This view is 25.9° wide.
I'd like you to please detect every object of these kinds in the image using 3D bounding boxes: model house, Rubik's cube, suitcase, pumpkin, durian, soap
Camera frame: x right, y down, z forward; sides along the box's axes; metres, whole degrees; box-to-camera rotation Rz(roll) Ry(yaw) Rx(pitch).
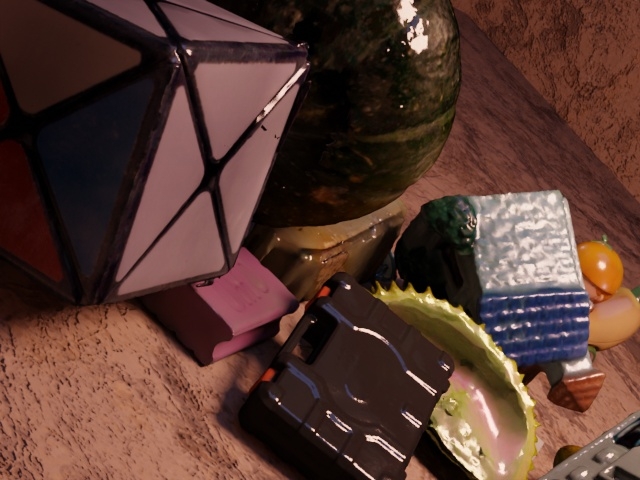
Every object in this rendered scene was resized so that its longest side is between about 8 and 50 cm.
[{"bbox_3d":[0.271,0.124,2.069,0.251,0.295,0.329,-9,70,-20],"label":"model house"},{"bbox_3d":[-0.237,-0.129,1.527,0.307,0.305,0.310,29,19,22],"label":"Rubik's cube"},{"bbox_3d":[0.039,0.179,1.671,0.206,0.066,0.285,39,38,-2],"label":"suitcase"},{"bbox_3d":[-0.040,-0.223,1.788,0.454,0.454,0.344,41,35,3],"label":"pumpkin"},{"bbox_3d":[0.158,0.191,1.845,0.352,0.158,0.169,44,26,1],"label":"durian"},{"bbox_3d":[-0.119,0.077,1.718,0.122,0.065,0.203,44,21,11],"label":"soap"}]

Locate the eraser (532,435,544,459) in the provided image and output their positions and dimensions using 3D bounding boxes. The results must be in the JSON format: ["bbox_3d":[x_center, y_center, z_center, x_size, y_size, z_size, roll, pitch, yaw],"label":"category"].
[{"bbox_3d":[0.214,0.236,1.982,0.225,0.052,0.095,44,19,9],"label":"eraser"}]

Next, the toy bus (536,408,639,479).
[{"bbox_3d":[0.349,0.354,1.626,0.343,0.200,0.183,-24,36,-35],"label":"toy bus"}]

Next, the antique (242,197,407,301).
[{"bbox_3d":[0.000,0.000,2.013,0.125,0.150,0.284,41,28,16],"label":"antique"}]

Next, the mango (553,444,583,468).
[{"bbox_3d":[0.423,0.364,1.995,0.267,0.111,0.133,28,39,-31],"label":"mango"}]

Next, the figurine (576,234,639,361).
[{"bbox_3d":[0.445,0.096,2.428,0.324,0.222,0.124,24,28,-37],"label":"figurine"}]

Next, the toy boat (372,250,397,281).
[{"bbox_3d":[0.075,0.014,2.185,0.140,0.059,0.066,52,10,25],"label":"toy boat"}]
